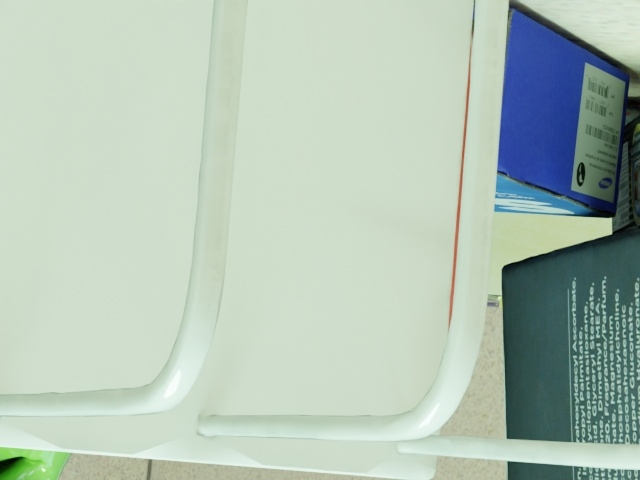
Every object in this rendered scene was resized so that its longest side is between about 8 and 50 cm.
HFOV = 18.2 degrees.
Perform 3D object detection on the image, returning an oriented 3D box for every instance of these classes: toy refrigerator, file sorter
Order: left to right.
[{"bbox_3d":[-0.055,-0.044,0.491,0.278,0.192,0.173,7,173,-24],"label":"file sorter"},{"bbox_3d":[0.248,0.016,1.521,0.270,0.094,0.102,5,176,18],"label":"toy refrigerator"}]

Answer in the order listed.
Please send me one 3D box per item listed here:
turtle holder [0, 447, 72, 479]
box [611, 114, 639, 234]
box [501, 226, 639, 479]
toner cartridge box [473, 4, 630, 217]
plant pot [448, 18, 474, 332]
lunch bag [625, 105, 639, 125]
[{"bbox_3d":[-0.241,0.055,1.268,0.227,0.320,0.243,24,170,-27],"label":"turtle holder"},{"bbox_3d":[0.257,-0.036,0.903,0.216,0.060,0.270,0,176,-1],"label":"box"},{"bbox_3d":[0.270,0.097,0.869,0.294,0.212,0.395,0,175,-11],"label":"box"},{"bbox_3d":[-0.042,-0.064,0.972,0.348,0.075,0.165,4,174,28],"label":"toner cartridge box"},{"bbox_3d":[-0.037,-0.024,0.754,0.174,0.191,0.191,3,176,-11],"label":"plant pot"},{"bbox_3d":[0.160,-0.048,1.077,0.071,0.053,0.083,6,165,-13],"label":"lunch bag"}]
